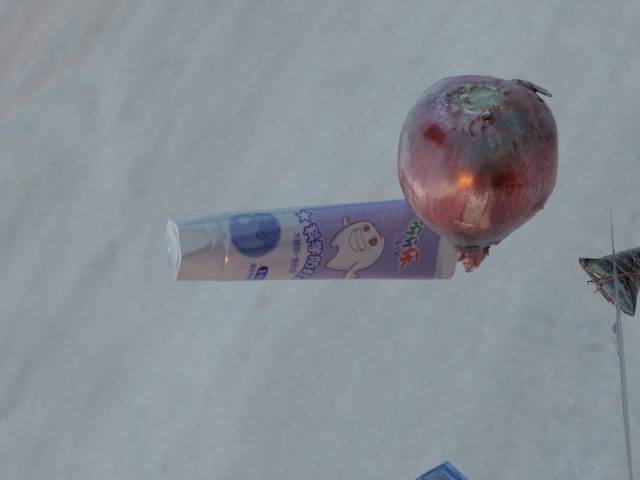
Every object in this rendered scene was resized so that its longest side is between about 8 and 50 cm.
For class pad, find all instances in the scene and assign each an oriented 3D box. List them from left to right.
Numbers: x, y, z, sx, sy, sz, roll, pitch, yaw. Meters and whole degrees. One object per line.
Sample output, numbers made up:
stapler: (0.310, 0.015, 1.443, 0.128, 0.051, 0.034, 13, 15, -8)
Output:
pad: (0.238, 0.109, 1.334, 0.009, 0.159, 0.265, -5, 36, 10)

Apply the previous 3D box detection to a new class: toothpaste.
toothpaste: (0.000, 0.000, 2.015, 0.080, 0.371, 0.125, -124, 37, -52)

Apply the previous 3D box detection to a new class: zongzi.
zongzi: (0.287, 0.033, 1.672, 0.067, 0.073, 0.083, -51, 5, 27)

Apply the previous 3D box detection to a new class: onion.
onion: (0.143, -0.056, 1.569, 0.159, 0.159, 0.195, -80, -5, -54)

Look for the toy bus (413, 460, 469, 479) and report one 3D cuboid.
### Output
toy bus: (0.130, 0.368, 1.946, 0.094, 0.079, 0.236, -29, -41, -33)
